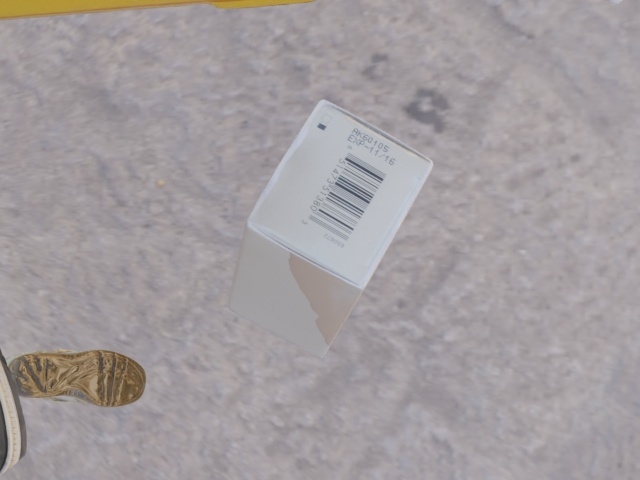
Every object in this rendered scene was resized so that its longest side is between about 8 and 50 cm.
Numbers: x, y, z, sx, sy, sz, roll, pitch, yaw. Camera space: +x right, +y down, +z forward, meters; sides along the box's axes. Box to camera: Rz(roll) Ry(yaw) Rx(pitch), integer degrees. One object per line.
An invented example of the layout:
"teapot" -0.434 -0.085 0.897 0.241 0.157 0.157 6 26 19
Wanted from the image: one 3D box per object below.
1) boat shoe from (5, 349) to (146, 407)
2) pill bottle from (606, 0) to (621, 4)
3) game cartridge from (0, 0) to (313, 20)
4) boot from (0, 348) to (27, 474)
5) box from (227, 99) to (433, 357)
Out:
"boat shoe" -0.211 0.113 1.171 0.135 0.045 0.050 14 84 -40
"pill bottle" 0.288 -0.314 1.234 0.112 0.112 0.186 39 103 -19
"game cartridge" -0.103 -0.261 0.862 0.324 0.052 0.285 -3 61 -5
"boot" -0.223 0.043 0.638 0.077 0.137 0.198 -37 92 6
"box" 0.000 0.000 1.351 0.121 0.311 0.148 29 74 2
